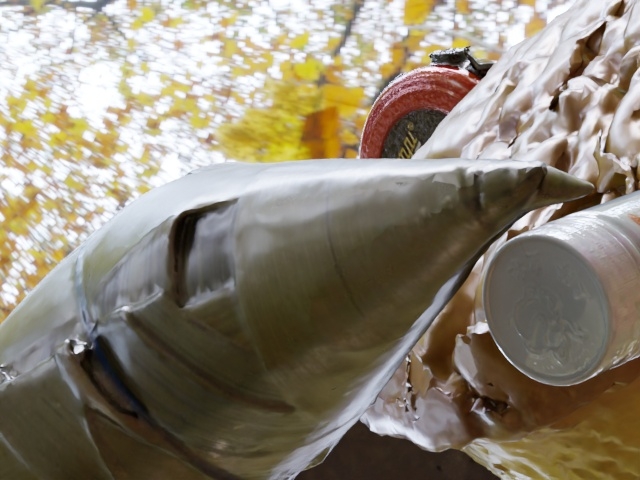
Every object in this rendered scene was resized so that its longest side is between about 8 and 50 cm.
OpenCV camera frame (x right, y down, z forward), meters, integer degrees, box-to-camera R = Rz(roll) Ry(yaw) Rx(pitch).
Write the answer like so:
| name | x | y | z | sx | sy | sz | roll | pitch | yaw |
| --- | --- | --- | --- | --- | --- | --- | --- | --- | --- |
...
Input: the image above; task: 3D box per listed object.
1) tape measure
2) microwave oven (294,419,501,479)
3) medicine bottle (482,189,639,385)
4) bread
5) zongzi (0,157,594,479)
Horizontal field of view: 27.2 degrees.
| name | x | y | z | sx | sy | sz | roll | pitch | yaw |
| --- | --- | --- | --- | --- | --- | --- | --- | --- | --- |
| tape measure | 0.161 | -0.076 | 1.385 | 0.114 | 0.260 | 0.253 | -14 | -42 | -42 |
| microwave oven | 0.110 | 0.170 | 1.138 | 0.394 | 0.333 | 0.247 | -27 | -112 | 15 |
| medicine bottle | 0.107 | 0.014 | 0.479 | 0.089 | 0.057 | 0.057 | -16 | -73 | -42 |
| bread | 0.184 | -0.012 | 0.795 | 0.215 | 0.398 | 0.398 | 41 | -96 | -18 |
| zongzi | 0.000 | 0.000 | 0.528 | 0.289 | 0.260 | 0.123 | -37 | -83 | 30 |
